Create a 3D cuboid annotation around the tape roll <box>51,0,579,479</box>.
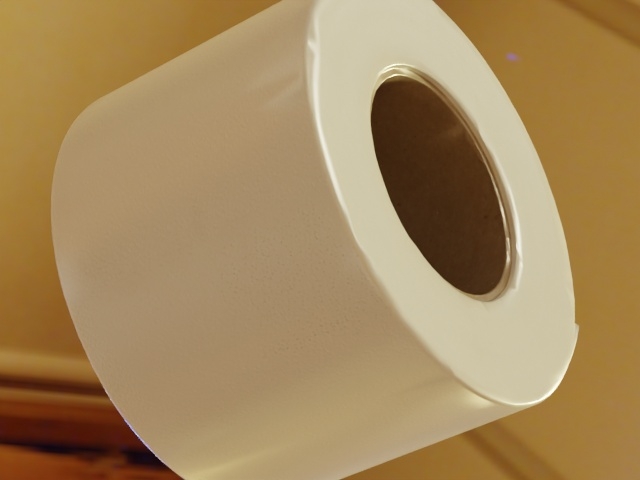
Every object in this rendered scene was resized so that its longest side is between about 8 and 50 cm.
[{"bbox_3d":[0.000,0.000,1.035,0.169,0.246,0.246,-24,-116,29],"label":"tape roll"}]
